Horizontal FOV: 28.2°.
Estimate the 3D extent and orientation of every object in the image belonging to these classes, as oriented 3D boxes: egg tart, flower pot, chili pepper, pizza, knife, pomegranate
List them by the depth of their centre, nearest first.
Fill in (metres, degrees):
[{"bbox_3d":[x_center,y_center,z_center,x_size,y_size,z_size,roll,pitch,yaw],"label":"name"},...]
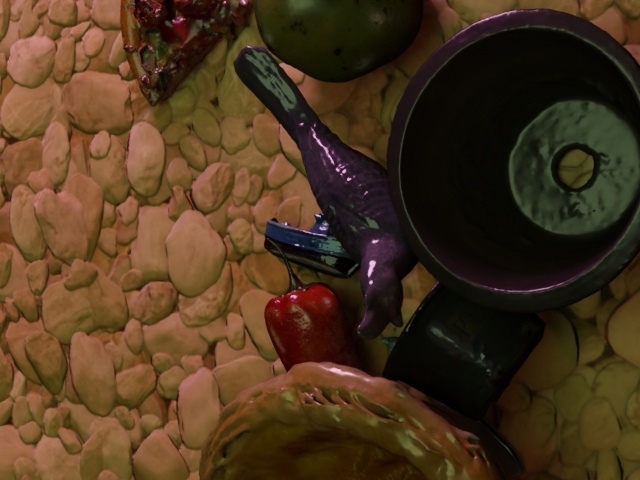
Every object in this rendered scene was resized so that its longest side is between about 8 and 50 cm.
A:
[{"bbox_3d":[0.211,-0.071,1.185,0.269,0.166,0.269,1,92,30],"label":"flower pot"},{"bbox_3d":[0.058,0.280,1.240,0.387,0.169,0.388,17,123,29],"label":"egg tart"},{"bbox_3d":[0.147,0.100,1.241,0.106,0.157,0.157,33,107,15],"label":"flower pot"},{"bbox_3d":[0.137,0.166,1.317,0.210,0.015,0.028,47,118,25],"label":"knife"},{"bbox_3d":[0.007,-0.241,1.331,0.209,0.179,0.180,-40,65,59],"label":"pomegranate"},{"bbox_3d":[-0.017,0.084,1.364,0.086,0.084,0.192,-23,93,5],"label":"chili pepper"},{"bbox_3d":[-0.166,-0.277,1.493,0.193,0.053,0.201,-16,80,31],"label":"pizza"}]

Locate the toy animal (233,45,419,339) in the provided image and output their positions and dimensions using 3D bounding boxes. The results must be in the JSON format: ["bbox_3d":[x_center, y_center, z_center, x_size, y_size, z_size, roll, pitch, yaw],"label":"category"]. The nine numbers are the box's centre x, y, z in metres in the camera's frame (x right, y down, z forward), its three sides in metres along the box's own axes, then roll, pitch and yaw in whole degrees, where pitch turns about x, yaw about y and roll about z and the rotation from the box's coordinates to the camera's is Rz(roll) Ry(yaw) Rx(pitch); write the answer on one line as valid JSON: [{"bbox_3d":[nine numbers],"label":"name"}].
[{"bbox_3d":[0.051,-0.042,1.269,0.081,0.205,0.367,-47,50,30],"label":"toy animal"}]

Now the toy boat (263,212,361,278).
[{"bbox_3d":[0.000,0.000,1.383,0.137,0.060,0.061,17,74,37],"label":"toy boat"}]
